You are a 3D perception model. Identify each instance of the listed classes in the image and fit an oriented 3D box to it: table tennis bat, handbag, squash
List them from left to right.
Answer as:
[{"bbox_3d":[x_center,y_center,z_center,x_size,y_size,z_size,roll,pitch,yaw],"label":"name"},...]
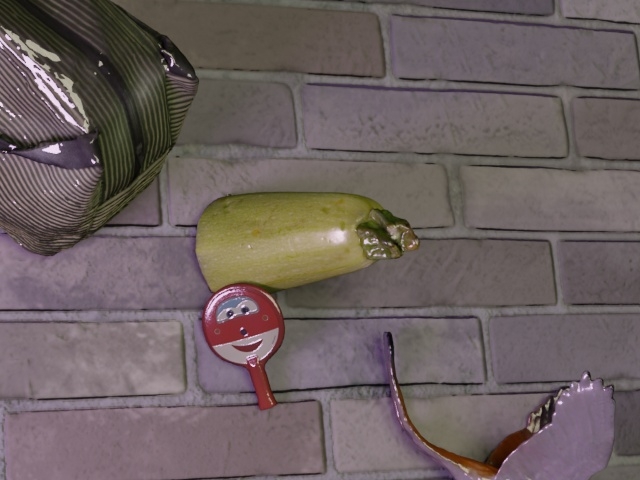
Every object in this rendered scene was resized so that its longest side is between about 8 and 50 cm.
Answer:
[{"bbox_3d":[-0.311,-0.172,1.833,0.340,0.240,0.247,44,59,-8],"label":"handbag"},{"bbox_3d":[-0.083,0.124,1.966,0.098,0.019,0.155,-15,99,11],"label":"table tennis bat"},{"bbox_3d":[0.007,-0.007,1.950,0.137,0.287,0.137,18,69,-54],"label":"squash"}]

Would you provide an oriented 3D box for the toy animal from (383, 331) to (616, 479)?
[{"bbox_3d":[0.195,0.280,2.022,0.284,0.225,0.302,9,84,-3],"label":"toy animal"}]
